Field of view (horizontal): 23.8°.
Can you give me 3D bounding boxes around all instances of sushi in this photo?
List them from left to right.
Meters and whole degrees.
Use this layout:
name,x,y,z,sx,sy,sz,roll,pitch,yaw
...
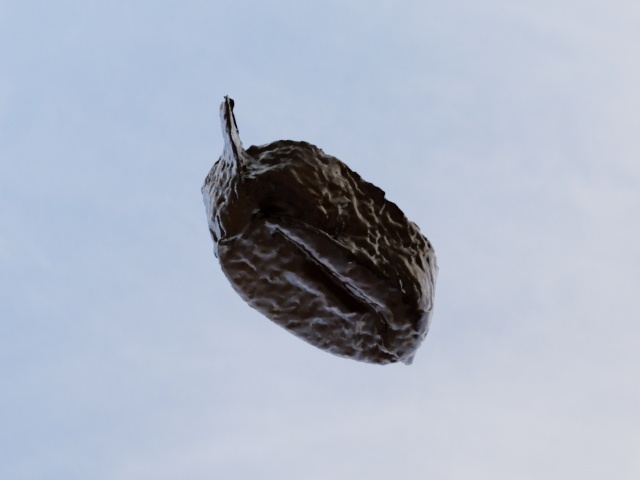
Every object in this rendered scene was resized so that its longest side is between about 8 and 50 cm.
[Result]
name,x,y,z,sx,sy,sz,roll,pitch,yaw
sushi,0.000,0.000,0.562,0.120,0.052,0.055,32,-143,-23
